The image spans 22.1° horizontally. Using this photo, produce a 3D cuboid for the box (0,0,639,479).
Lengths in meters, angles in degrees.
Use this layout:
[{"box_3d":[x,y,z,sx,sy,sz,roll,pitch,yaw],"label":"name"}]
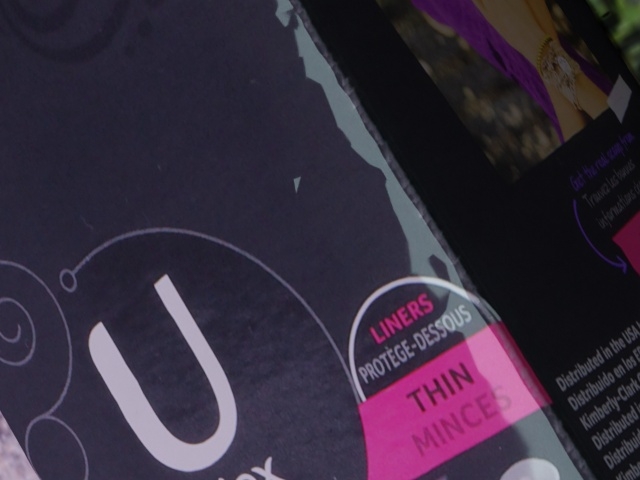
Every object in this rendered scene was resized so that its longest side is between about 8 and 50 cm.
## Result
[{"box_3d":[0.000,0.000,0.472,0.165,0.143,0.270,-36,82,36],"label":"box"}]
